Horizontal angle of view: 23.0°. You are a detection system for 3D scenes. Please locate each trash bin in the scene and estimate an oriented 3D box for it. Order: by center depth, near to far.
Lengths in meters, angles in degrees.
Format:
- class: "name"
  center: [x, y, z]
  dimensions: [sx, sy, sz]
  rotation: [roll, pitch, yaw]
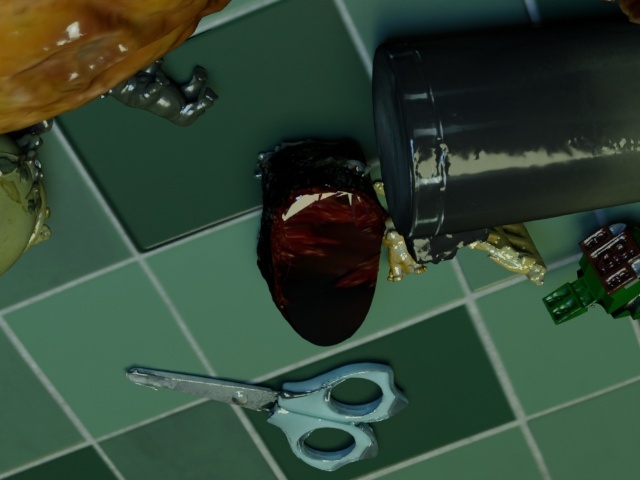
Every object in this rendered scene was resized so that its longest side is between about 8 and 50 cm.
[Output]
- class: "trash bin"
  center: [0.218, -0.117, 1.613]
  dimensions: [0.301, 0.203, 0.252]
  rotation: [-8, 106, -7]

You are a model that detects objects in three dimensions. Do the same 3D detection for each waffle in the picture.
- class: "waffle"
  center: [0.151, -0.010, 1.748]
  dimensions: [0.191, 0.125, 0.032]
  rotation: [11, 126, -25]

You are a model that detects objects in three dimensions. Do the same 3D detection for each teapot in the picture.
- class: "teapot"
  center: [-0.342, -0.047, 1.598]
  dimensions: [0.269, 0.173, 0.182]
  rotation: [-61, 154, 11]

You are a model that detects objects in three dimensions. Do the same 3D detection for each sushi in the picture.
- class: "sushi"
  center: [0.000, 0.000, 1.726]
  dimensions: [0.136, 0.126, 0.225]
  rotation: [-5, 126, -6]

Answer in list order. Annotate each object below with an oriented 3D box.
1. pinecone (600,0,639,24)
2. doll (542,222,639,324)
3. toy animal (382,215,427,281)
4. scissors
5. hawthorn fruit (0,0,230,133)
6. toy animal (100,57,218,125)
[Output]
- class: "pinecone"
  center: [0.341, -0.293, 1.442]
  dimensions: [0.309, 0.244, 0.244]
  rotation: [-3, 138, -48]
- class: "doll"
  center: [0.372, 0.043, 1.851]
  dimensions: [0.186, 0.106, 0.134]
  rotation: [0, 138, -34]
- class: "toy animal"
  center: [0.089, 0.002, 1.799]
  dimensions: [0.060, 0.081, 0.083]
  rotation: [-19, 97, 14]
- class: "scissors"
  center: [-0.070, 0.199, 1.943]
  dimensions: [0.360, 0.029, 0.191]
  rotation: [13, 128, -23]
- class: "hawthorn fruit"
  center: [-0.258, -0.290, 1.212]
  dimensions: [0.471, 0.472, 0.472]
  rotation: [-6, 132, -7]
- class: "toy animal"
  center: [-0.176, -0.157, 1.595]
  dimensions: [0.135, 0.047, 0.065]
  rotation: [19, 133, -33]
